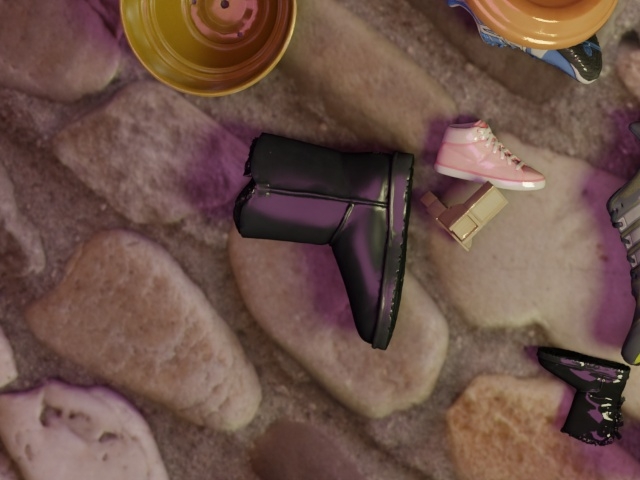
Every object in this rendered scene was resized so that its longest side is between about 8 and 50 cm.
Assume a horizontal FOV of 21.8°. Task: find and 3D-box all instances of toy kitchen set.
[{"bbox_3d":[0.178,-0.036,1.969,0.075,0.083,0.068,-44,125,2],"label":"toy kitchen set"}]

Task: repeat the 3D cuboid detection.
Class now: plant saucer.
[{"bbox_3d":[0.250,-0.314,1.871,0.200,0.037,0.200,4,74,-13],"label":"plant saucer"}]

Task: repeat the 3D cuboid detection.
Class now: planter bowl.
[{"bbox_3d":[-0.124,-0.282,1.984,0.217,0.090,0.217,2,98,12],"label":"planter bowl"}]

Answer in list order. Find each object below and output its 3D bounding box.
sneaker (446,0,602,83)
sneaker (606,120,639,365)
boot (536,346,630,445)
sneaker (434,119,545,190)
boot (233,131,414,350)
[{"bbox_3d":[0.238,-0.254,1.926,0.211,0.080,0.081,42,130,2],"label":"sneaker"},{"bbox_3d":[0.386,-0.003,1.914,0.121,0.111,0.299,15,95,20],"label":"sneaker"},{"bbox_3d":[0.308,0.186,1.980,0.121,0.045,0.099,14,104,10],"label":"boot"},{"bbox_3d":[0.204,-0.102,1.956,0.134,0.051,0.070,14,106,15],"label":"sneaker"},{"bbox_3d":[0.000,0.000,1.992,0.207,0.094,0.246,5,92,8],"label":"boot"}]
